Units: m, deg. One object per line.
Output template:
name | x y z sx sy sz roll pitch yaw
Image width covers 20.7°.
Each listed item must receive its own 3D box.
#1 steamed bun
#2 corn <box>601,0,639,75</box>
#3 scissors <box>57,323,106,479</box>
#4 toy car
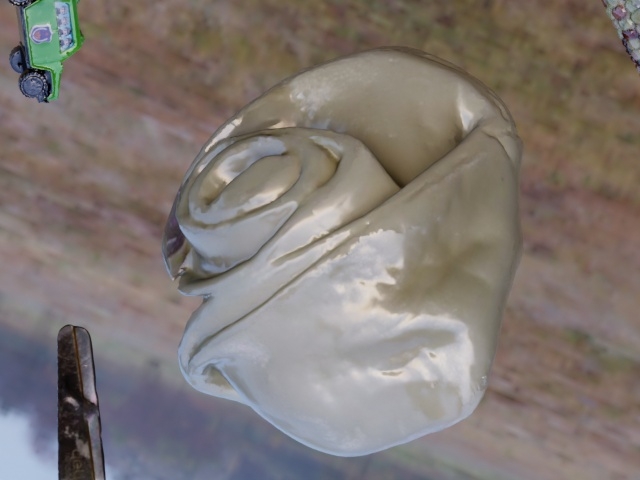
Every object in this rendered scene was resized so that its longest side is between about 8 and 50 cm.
steamed bun | 0.000 0.000 1.538 0.255 0.368 0.342 25 147 -31
corn | 0.249 -0.131 1.170 0.253 0.086 0.086 63 178 0
scissors | -0.144 0.194 1.065 0.160 0.318 0.024 -4 153 -8
toy car | -0.237 -0.199 1.487 0.062 0.165 0.071 -10 -150 -13
